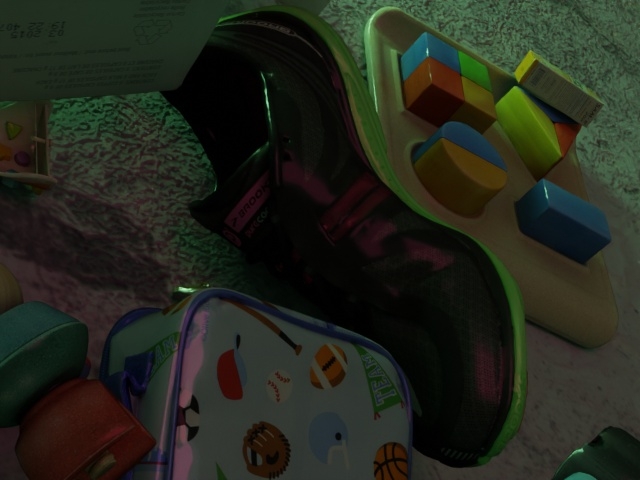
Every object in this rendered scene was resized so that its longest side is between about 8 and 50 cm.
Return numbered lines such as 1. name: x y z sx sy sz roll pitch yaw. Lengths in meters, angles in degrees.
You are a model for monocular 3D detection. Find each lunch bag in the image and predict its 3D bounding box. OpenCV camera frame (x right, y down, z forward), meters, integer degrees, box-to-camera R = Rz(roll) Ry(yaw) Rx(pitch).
1. lunch bag: -0.054 0.183 0.890 0.243 0.115 0.303 20 63 -39

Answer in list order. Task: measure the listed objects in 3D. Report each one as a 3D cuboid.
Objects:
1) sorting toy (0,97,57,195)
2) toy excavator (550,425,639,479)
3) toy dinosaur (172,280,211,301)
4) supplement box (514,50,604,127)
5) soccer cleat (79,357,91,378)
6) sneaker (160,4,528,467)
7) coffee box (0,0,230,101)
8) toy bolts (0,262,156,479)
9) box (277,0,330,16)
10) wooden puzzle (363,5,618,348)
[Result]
1. sorting toy: -0.252 -0.075 1.052 0.075 0.045 0.083 11 51 -28
2. toy excavator: 0.142 0.294 0.849 0.445 0.433 0.222 -26 51 -35
3. toy dinosaur: -0.064 0.116 1.046 0.112 0.064 0.211 -8 64 -48
4. supplement box: 0.279 -0.178 1.553 0.098 0.036 0.062 32 16 -7
5. soccer cleat: -0.272 0.072 0.888 0.248 0.083 0.095 24 73 -34
6. sneaker: 0.000 0.000 1.140 0.202 0.185 0.482 -10 55 -40
7. coffee box: -0.246 -0.333 0.987 0.338 0.338 0.334 -8 62 -33
8. toy bolts: -0.226 0.107 0.728 0.228 0.218 0.158 -38 77 -14
9. box: -0.066 -0.414 1.287 0.168 0.215 0.345 22 26 -46
10. wooden puzzle: 0.198 -0.086 1.457 0.322 0.080 0.347 26 43 -26
